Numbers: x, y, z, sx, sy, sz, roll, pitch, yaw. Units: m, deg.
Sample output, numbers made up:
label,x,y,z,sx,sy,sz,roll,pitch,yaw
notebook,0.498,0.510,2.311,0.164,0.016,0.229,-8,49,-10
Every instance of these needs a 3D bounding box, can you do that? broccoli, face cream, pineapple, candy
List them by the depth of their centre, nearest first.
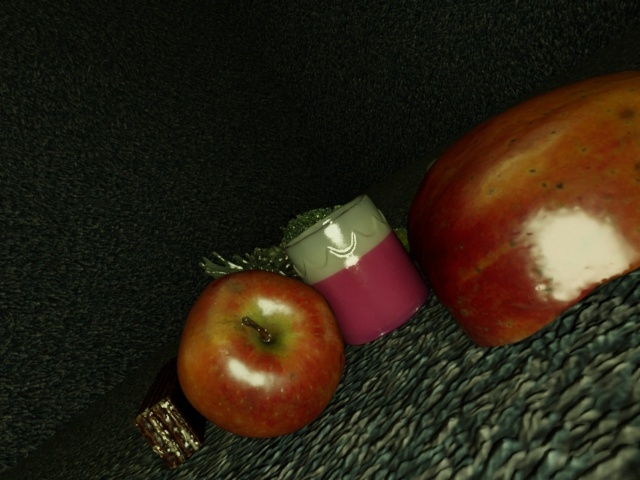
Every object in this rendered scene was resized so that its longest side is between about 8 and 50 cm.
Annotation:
label,x,y,z,sx,sy,sz,roll,pitch,yaw
face cream,0.059,0.047,0.768,0.175,0.195,0.175,-34,5,3
pineapple,-0.079,0.061,0.984,0.340,0.169,0.169,1,-12,-27
candy,0.211,-0.016,1.116,0.091,0.083,0.305,-33,-2,32
broccoli,0.000,0.000,1.447,0.243,0.247,0.263,25,-86,-54

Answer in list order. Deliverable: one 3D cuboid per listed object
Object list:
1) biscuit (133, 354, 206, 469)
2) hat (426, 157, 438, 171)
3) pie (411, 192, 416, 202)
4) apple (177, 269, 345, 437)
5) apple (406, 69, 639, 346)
label,x,y,z,sx,sy,sz,roll,pitch,yaw
biscuit,-0.285,0.319,0.936,0.073,0.107,0.388,-35,6,-11
hat,0.415,-0.241,1.641,0.147,0.085,0.175,-28,8,43
pie,0.395,-0.189,1.299,0.339,0.077,0.339,-37,0,0
apple,-0.079,0.159,0.629,0.230,0.230,0.230,-34,6,4
apple,0.286,-0.036,0.568,0.365,0.295,0.329,-34,43,22
